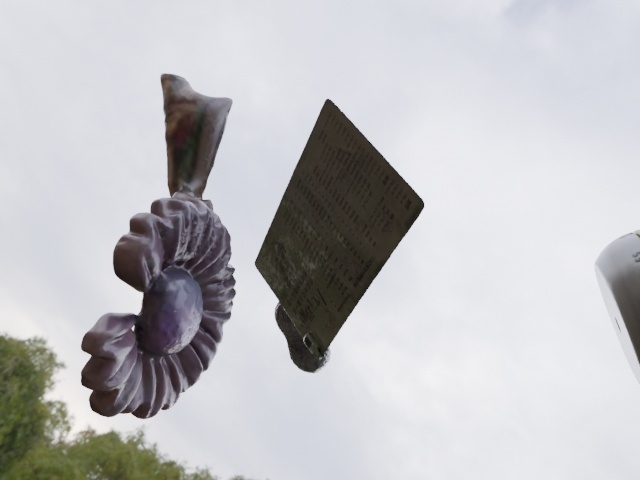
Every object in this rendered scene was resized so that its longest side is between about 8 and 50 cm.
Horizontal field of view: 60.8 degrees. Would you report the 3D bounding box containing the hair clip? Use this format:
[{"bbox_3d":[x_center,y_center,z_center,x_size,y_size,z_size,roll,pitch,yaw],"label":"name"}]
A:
[{"bbox_3d":[-0.115,-0.010,0.451,0.069,0.301,0.173,-3,-20,15],"label":"hair clip"}]

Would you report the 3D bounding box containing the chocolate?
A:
[{"bbox_3d":[-0.028,0.158,0.916,0.072,0.072,0.167,9,-51,36],"label":"chocolate"}]

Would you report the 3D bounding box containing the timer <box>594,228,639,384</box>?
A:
[{"bbox_3d":[0.574,0.088,0.792,0.285,0.285,0.285,22,-48,27],"label":"timer"}]

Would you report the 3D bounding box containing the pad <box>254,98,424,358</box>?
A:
[{"bbox_3d":[0.000,0.000,0.596,0.160,0.009,0.265,53,-44,26],"label":"pad"}]
